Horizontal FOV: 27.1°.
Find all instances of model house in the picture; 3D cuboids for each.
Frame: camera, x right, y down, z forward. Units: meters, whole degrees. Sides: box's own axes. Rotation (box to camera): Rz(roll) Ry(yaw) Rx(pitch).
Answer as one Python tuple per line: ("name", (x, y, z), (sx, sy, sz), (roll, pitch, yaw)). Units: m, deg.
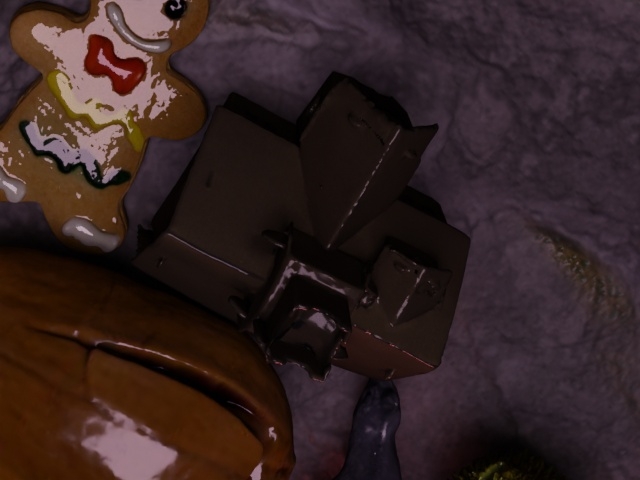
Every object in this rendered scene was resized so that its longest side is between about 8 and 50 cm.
("model house", (0.000, 0.000, 0.906), (0.211, 0.243, 0.204), (26, 108, -12))

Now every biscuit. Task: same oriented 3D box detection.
("biscuit", (-0.162, -0.108, 0.972), (0.158, 0.035, 0.240), (26, 108, -14))

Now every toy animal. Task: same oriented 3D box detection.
("toy animal", (0.010, 0.273, 1.048), (0.081, 0.206, 0.367), (14, 112, -39))

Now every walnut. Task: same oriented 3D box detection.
("walnut", (-0.179, 0.113, 0.973), (0.336, 0.209, 0.209), (28, 108, -1))

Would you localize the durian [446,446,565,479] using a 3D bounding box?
("durian", (0.158, 0.250, 1.055), (0.159, 0.198, 0.146), (40, 92, 26))
